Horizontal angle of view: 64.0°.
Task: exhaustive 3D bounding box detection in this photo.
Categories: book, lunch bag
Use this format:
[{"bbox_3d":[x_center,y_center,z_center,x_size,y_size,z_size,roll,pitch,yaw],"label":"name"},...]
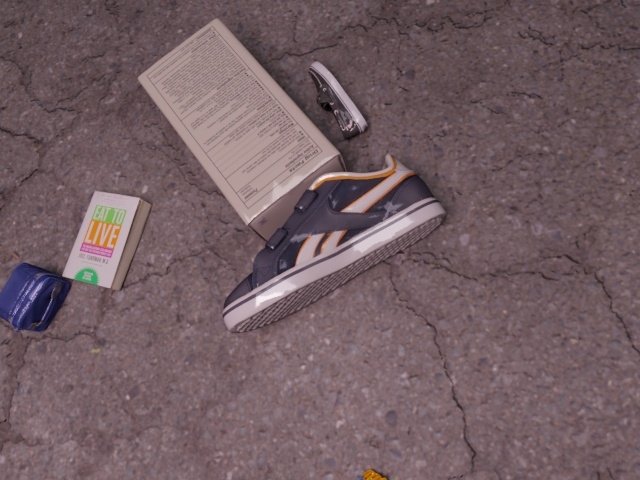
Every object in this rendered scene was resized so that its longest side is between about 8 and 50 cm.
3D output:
[{"bbox_3d":[-0.334,-0.001,0.800,0.097,0.035,0.144,10,77,18],"label":"book"},{"bbox_3d":[-0.432,0.091,0.769,0.065,0.067,0.098,22,80,17],"label":"lunch bag"}]

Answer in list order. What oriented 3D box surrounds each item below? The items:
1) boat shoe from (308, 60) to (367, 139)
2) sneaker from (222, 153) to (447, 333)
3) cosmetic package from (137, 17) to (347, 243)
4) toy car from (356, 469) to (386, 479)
[{"bbox_3d":[0.017,-0.216,0.785,0.040,0.049,0.142,-34,72,0],"label":"boat shoe"},{"bbox_3d":[0.000,0.000,0.684,0.321,0.126,0.127,-29,74,-10],"label":"sneaker"},{"bbox_3d":[-0.115,-0.163,0.761,0.160,0.113,0.309,-37,71,-1],"label":"cosmetic package"},{"bbox_3d":[0.037,0.341,0.627,0.122,0.060,0.041,-39,25,-19],"label":"toy car"}]
